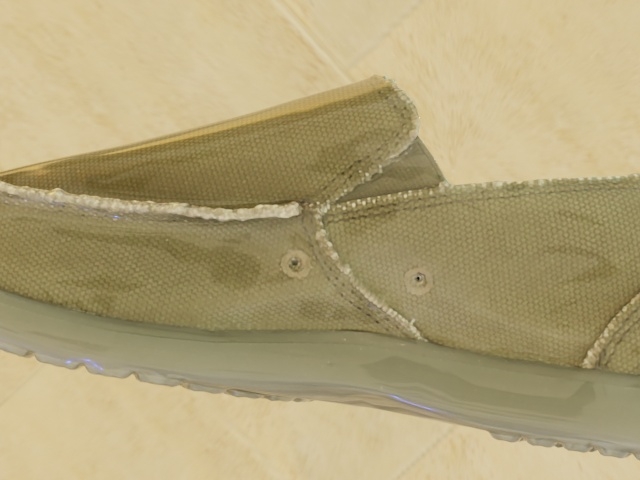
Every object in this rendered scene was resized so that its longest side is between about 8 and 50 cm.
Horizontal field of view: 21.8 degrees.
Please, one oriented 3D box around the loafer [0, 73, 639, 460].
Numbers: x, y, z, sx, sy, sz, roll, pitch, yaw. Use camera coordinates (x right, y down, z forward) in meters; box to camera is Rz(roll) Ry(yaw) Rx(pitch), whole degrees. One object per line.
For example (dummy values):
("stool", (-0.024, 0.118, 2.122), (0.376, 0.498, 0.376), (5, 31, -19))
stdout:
("loafer", (0.000, 0.000, 0.448), (0.251, 0.094, 0.087), (9, 87, 3))
